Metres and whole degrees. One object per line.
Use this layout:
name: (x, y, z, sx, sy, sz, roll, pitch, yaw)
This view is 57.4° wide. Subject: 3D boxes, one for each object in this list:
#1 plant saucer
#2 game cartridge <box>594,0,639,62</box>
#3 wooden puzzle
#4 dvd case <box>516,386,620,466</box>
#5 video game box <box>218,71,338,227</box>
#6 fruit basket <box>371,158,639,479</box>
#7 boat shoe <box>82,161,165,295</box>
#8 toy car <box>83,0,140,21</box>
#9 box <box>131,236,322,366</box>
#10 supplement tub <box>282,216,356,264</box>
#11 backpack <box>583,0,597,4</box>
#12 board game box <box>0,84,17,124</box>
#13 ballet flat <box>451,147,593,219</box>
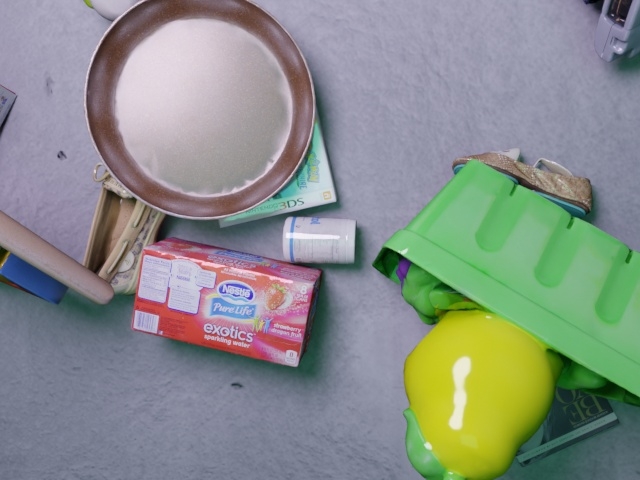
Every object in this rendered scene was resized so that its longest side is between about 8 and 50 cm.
plant saucer: (-0.163, -0.185, 0.813, 0.310, 0.050, 0.311, -1, 97, -7)
game cartridge: (0.436, -0.365, 0.672, 0.198, 0.297, 0.062, -33, 59, -11)
wooden puzzle: (-0.489, -0.016, 0.768, 0.347, 0.322, 0.081, 17, 69, 28)
dvd case: (0.333, 0.221, 0.902, 0.164, 0.018, 0.221, -29, 94, 9)
video game box: (-0.085, -0.137, 0.884, 0.187, 0.048, 0.205, -13, 96, 5)
fruit basket: (0.219, 0.129, 0.751, 0.391, 0.283, 0.392, 0, 81, 1)
boat shoe: (-0.294, -0.048, 0.882, 0.104, 0.089, 0.285, 19, 102, 34)
toy car: (-0.270, -0.400, 0.796, 0.182, 0.159, 0.136, -32, 133, 10)
box: (-0.135, 0.087, 0.882, 0.256, 0.122, 0.128, 11, 100, 5)
supplement tub: (0.000, 0.000, 0.881, 0.107, 0.071, 0.071, 2, 98, 5)
backpack: (0.368, -0.401, 0.746, 0.116, 0.158, 0.173, 35, 112, 9)
board game box: (-0.580, -0.212, 0.800, 0.142, 0.275, 0.144, 26, 86, 2)
ballet flat: (0.293, -0.093, 0.846, 0.206, 0.073, 0.067, 21, 73, 0)
